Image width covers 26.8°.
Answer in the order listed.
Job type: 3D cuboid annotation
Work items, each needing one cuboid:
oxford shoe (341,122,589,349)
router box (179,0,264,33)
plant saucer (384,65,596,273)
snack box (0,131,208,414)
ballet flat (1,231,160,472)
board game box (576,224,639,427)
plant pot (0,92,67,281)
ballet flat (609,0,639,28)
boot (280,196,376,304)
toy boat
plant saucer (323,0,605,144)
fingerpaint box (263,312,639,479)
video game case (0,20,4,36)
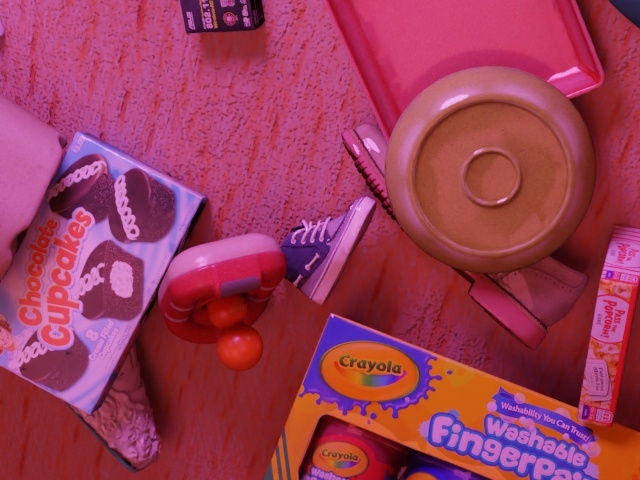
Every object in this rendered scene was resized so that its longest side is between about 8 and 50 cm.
[{"bbox_3d":[0.172,-0.031,1.621,0.348,0.123,0.130,45,92,-3],"label":"oxford shoe"},{"bbox_3d":[-0.123,-0.310,1.600,0.092,0.038,0.122,0,116,20],"label":"router box"},{"bbox_3d":[0.192,-0.074,1.515,0.241,0.037,0.241,1,104,5],"label":"plant saucer"},{"bbox_3d":[-0.303,0.042,1.756,0.187,0.060,0.322,28,96,3],"label":"snack box"},{"bbox_3d":[-0.341,0.144,1.861,0.147,0.147,0.409,-38,99,30],"label":"ballet flat"},{"bbox_3d":[0.345,0.100,1.588,0.045,0.147,0.193,10,119,14],"label":"board game box"},{"bbox_3d":[-0.500,-0.100,1.688,0.305,0.334,0.334,26,123,-15],"label":"plant pot"},{"bbox_3d":[0.304,-0.329,1.402,0.316,0.107,0.106,36,85,-19],"label":"ballet flat"},{"bbox_3d":[0.000,0.000,1.689,0.086,0.069,0.190,32,132,5],"label":"boot"},{"bbox_3d":[-0.116,0.092,1.696,0.151,0.231,0.151,-14,77,-16],"label":"toy boat"},{"bbox_3d":[0.155,-0.250,1.513,0.258,0.048,0.259,-21,109,16],"label":"plant saucer"},{"bbox_3d":[0.152,0.344,1.658,0.445,0.163,0.371,22,81,7],"label":"fingerpaint box"},{"bbox_3d":[-0.524,-0.335,1.735,0.201,0.023,0.183,-7,114,21],"label":"video game case"}]
